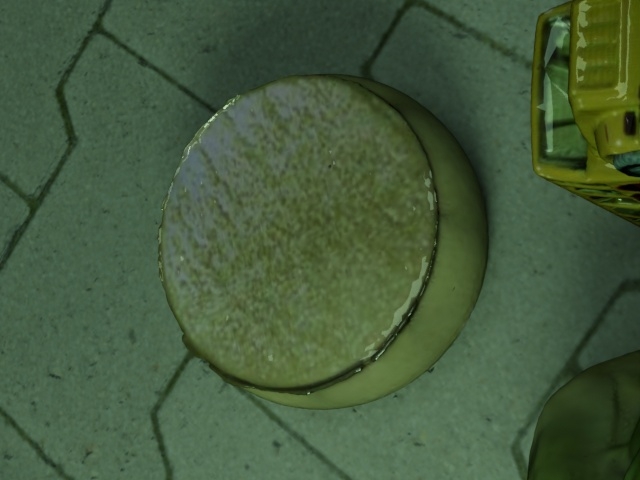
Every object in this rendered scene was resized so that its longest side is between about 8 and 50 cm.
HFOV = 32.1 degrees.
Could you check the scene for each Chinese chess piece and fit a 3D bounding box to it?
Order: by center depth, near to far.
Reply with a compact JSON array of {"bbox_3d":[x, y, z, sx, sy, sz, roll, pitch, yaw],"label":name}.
[{"bbox_3d":[0.000,0.000,0.895,0.270,0.112,0.270,-5,79,26],"label":"Chinese chess piece"}]

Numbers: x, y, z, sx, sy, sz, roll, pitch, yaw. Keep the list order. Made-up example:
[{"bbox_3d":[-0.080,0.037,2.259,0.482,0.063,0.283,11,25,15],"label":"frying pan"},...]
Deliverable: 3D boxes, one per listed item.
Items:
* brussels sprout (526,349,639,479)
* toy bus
[{"bbox_3d":[0.272,0.192,0.628,0.328,0.328,0.247,23,115,27],"label":"brussels sprout"},{"bbox_3d":[0.211,-0.073,0.676,0.123,0.335,0.121,0,83,31],"label":"toy bus"}]
